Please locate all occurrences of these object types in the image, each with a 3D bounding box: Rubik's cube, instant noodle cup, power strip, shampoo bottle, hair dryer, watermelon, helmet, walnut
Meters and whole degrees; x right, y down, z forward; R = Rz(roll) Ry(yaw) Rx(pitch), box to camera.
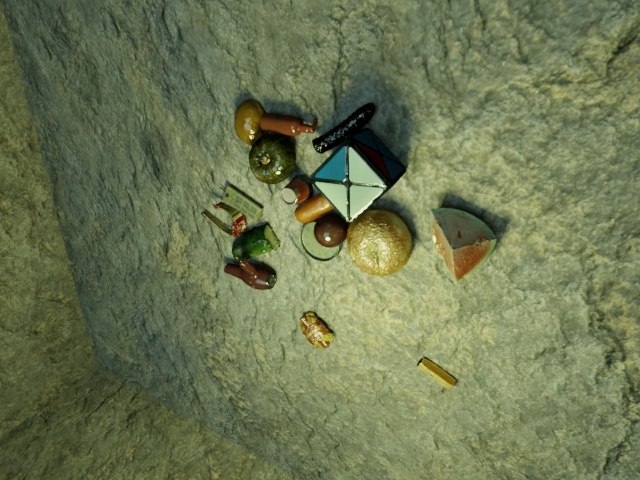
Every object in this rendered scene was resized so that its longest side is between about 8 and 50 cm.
[{"bbox_3d":[0.147,-0.257,1.591,0.246,0.248,0.250,48,126,0],"label":"Rubik's cube"},{"bbox_3d":[-0.110,-0.216,1.821,0.127,0.135,0.127,13,121,23],"label":"instant noodle cup"},{"bbox_3d":[-0.402,-0.195,2.055,0.267,0.034,0.092,35,127,9],"label":"power strip"},{"bbox_3d":[-0.134,-0.488,1.730,0.244,0.085,0.086,13,120,20],"label":"shampoo bottle"},{"bbox_3d":[-0.402,0.134,2.088,0.312,0.123,0.340,16,158,20],"label":"hair dryer"},{"bbox_3d":[0.531,0.021,1.582,0.255,0.176,0.260,19,145,28],"label":"watermelon"},{"bbox_3d":[0.053,-0.041,1.804,0.175,0.106,0.155,-21,96,4],"label":"helmet"},{"bbox_3d":[-0.326,-0.515,1.816,0.167,0.087,0.212,10,119,28],"label":"walnut"}]

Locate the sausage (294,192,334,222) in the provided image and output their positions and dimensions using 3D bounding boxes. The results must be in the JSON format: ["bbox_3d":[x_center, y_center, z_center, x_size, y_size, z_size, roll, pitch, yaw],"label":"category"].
[{"bbox_3d":[-0.024,-0.148,1.839,0.238,0.098,0.098,-26,101,34],"label":"sausage"}]

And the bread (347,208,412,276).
[{"bbox_3d":[0.243,0.020,1.737,0.305,0.159,0.306,12,119,22],"label":"bread"}]

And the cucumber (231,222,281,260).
[{"bbox_3d":[-0.366,0.025,2.113,0.325,0.105,0.145,-19,105,37],"label":"cucumber"}]

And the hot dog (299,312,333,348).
[{"bbox_3d":[-0.029,0.482,2.161,0.213,0.103,0.146,42,128,5],"label":"hot dog"}]

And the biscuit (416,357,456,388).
[{"bbox_3d":[0.552,0.637,1.955,0.188,0.052,0.056,35,139,10],"label":"biscuit"}]

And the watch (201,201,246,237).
[{"bbox_3d":[-0.505,-0.123,2.117,0.268,0.102,0.165,35,136,12],"label":"watch"}]

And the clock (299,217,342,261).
[{"bbox_3d":[0.000,0.000,1.932,0.214,0.042,0.215,13,120,23],"label":"clock"}]

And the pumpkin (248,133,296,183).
[{"bbox_3d":[-0.209,-0.357,1.791,0.223,0.157,0.224,6,103,27],"label":"pumpkin"}]

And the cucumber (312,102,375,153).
[{"bbox_3d":[0.098,-0.443,1.629,0.303,0.072,0.081,-24,101,35],"label":"cucumber"}]
